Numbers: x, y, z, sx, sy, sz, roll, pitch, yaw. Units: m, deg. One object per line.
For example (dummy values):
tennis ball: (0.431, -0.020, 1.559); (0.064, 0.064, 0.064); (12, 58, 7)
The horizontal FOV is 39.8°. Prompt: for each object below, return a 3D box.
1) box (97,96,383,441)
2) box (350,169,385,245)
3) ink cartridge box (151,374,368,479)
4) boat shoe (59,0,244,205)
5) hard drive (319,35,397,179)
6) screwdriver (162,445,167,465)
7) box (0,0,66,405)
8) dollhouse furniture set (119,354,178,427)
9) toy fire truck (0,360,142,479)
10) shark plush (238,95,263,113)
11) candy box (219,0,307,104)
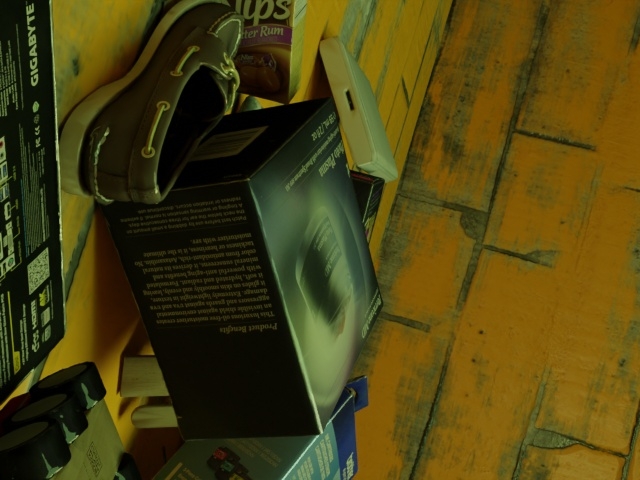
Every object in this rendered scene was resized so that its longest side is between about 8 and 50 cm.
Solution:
box: (-0.066, 0.023, 1.016); (0.296, 0.182, 0.294); (-56, 135, -59)
box: (0.000, 0.000, 1.611); (0.143, 0.165, 0.271); (-26, 130, -75)
ink cartridge box: (-0.082, 0.336, 1.258); (0.395, 0.151, 0.270); (-48, 154, -27)
boat shoe: (-0.139, -0.145, 0.885); (0.324, 0.096, 0.117); (-62, 163, -48)
hard drive: (0.080, -0.239, 1.709); (0.353, 0.047, 0.233); (8, 65, -79)
screwdriver: (-0.235, 0.368, 1.358); (0.025, 0.024, 0.170); (-111, -162, -55)
box: (-0.260, 0.004, 0.545); (0.257, 0.079, 0.322); (-56, 159, -53)
dollhouse furniture set: (-0.211, 0.173, 1.161); (0.151, 0.123, 0.144); (-126, -138, -58)
toy fire truck: (-0.271, 0.225, 0.669); (0.217, 0.246, 0.159); (-116, -173, -80)
shark plush: (-0.124, -0.118, 1.204); (0.161, 0.073, 0.067); (-51, 143, -12)
candy box: (-0.075, -0.258, 1.022); (0.053, 0.109, 0.187); (-62, 163, -48)
